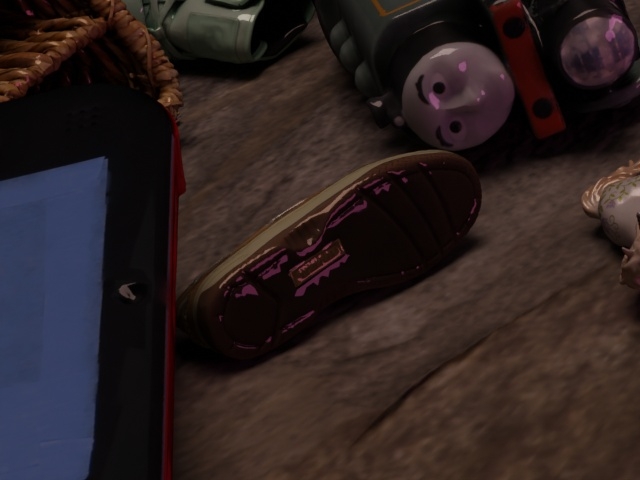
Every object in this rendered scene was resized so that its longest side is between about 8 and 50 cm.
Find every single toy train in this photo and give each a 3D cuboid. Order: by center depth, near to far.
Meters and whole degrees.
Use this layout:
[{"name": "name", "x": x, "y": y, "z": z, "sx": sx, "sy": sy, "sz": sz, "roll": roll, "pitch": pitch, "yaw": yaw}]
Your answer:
[{"name": "toy train", "x": 0.099, "y": -0.157, "z": 1.215, "sx": 0.190, "sy": 0.142, "sz": 0.334, "roll": -24, "pitch": 27, "yaw": 2}]

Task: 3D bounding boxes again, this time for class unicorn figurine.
[{"name": "unicorn figurine", "x": 0.187, "y": -0.009, "z": 0.949, "sx": 0.111, "sy": 0.060, "sz": 0.162, "roll": -18, "pitch": 10, "yaw": -13}]

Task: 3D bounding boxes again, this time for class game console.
[{"name": "game console", "x": -0.232, "y": 0.069, "z": 0.858, "sx": 0.342, "sy": 0.060, "sz": 0.386, "roll": -9, "pitch": 38, "yaw": 4}]

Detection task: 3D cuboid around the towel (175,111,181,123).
[{"name": "towel", "x": -0.144, "y": -0.074, "z": 1.275, "sx": 0.060, "sy": 0.009, "sz": 0.083, "roll": 9, "pitch": 32, "yaw": 36}]

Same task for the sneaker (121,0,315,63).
[{"name": "sneaker", "x": -0.126, "y": -0.163, "z": 1.357, "sx": 0.256, "sy": 0.094, "sz": 0.151, "roll": -26, "pitch": 31, "yaw": -26}]

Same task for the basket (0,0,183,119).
[{"name": "basket", "x": -0.259, "y": -0.112, "z": 1.153, "sx": 0.223, "sy": 0.213, "sz": 0.299, "roll": 2, "pitch": 31, "yaw": 30}]

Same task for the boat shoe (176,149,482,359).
[{"name": "boat shoe", "x": 0.000, "y": 0.000, "z": 0.997, "sx": 0.190, "sy": 0.068, "sz": 0.072, "roll": -25, "pitch": 17, "yaw": -27}]
